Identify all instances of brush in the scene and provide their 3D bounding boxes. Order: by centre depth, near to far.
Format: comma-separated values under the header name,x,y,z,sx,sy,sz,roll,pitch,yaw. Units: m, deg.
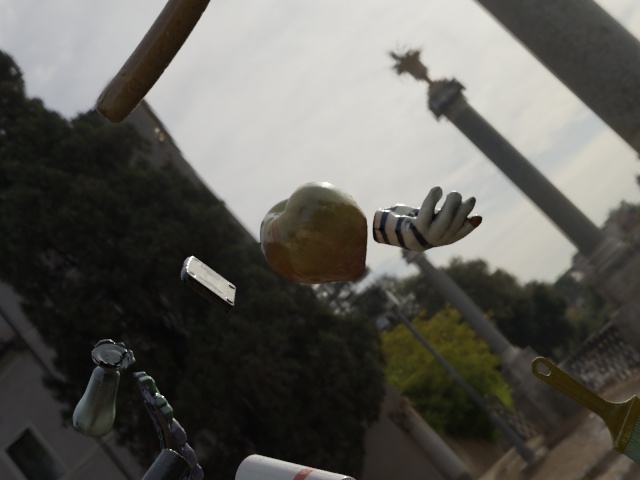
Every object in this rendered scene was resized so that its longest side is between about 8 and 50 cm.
name,x,y,z,sx,sy,sz,roll,pitch,yaw
brush,0.363,0.215,1.278,0.083,0.205,0.011,-59,4,-22

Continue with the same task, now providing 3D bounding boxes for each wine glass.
name,x,y,z,sx,sy,sz,roll,pitch,yaw
wine glass,-0.353,0.242,1.572,0.072,0.072,0.155,-26,-36,-53

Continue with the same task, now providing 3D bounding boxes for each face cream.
name,x,y,z,sx,sy,sz,roll,pitch,yaw
face cream,-0.016,0.491,1.871,0.346,0.102,0.102,1,22,42

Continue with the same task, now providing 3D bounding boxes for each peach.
name,x,y,z,sx,sy,sz,roll,pitch,yaw
peach,0.000,0.000,1.916,0.232,0.232,0.232,-41,-13,-12

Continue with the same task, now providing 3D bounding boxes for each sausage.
name,x,y,z,sx,sy,sz,roll,pitch,yaw
sausage,-0.252,-0.312,1.522,0.301,0.066,0.066,-53,-15,10

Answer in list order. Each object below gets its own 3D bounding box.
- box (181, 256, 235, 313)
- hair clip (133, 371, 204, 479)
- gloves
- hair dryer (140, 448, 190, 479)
name,x,y,z,sx,sy,sz,roll,pitch,yaw
box,-0.223,0.085,1.939,0.027,0.125,0.126,-49,13,12
hair clip,-0.223,0.265,1.347,0.052,0.124,0.195,-30,-59,-26
gloves,0.229,-0.033,2.050,0.140,0.219,0.131,62,-142,-64
hair dryer,-0.253,0.365,1.246,0.173,0.050,0.195,-53,6,-35
